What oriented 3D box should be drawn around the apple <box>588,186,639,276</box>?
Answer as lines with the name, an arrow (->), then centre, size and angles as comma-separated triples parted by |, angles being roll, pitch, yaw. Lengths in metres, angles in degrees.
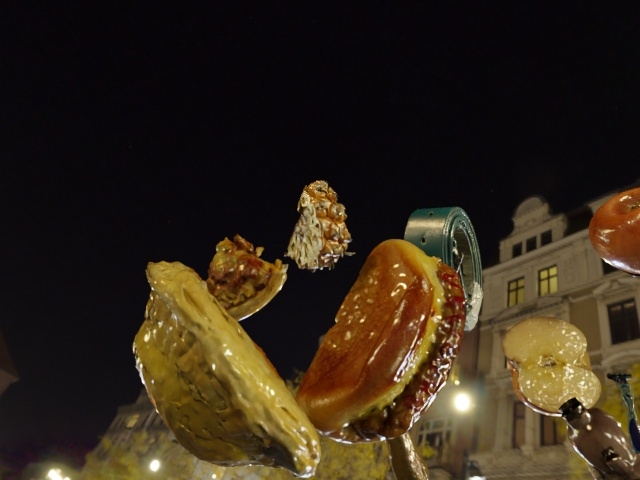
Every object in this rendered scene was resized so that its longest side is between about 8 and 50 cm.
apple -> 0.893, -0.033, 1.279 | 0.206, 0.272, 0.251 | 37, -83, -15

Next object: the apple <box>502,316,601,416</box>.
apple -> 0.700, 0.403, 1.439 | 0.251, 0.292, 0.163 | -7, -34, 11

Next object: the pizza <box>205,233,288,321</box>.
pizza -> -0.226, 0.090, 1.194 | 0.290, 0.228, 0.081 | -25, -25, 16

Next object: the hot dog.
hot dog -> 0.135, 0.189, 0.851 | 0.185, 0.405, 0.223 | 37, -17, -25

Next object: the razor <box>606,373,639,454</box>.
razor -> 0.595, 0.328, 0.897 | 0.044, 0.154, 0.028 | -2, -38, 17

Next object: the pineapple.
pineapple -> 0.001, -0.001, 0.941 | 0.135, 0.080, 0.233 | 50, -30, 22

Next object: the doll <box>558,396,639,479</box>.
doll -> 0.648, 0.480, 1.038 | 0.117, 0.182, 0.257 | -38, -106, 17

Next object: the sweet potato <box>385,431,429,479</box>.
sweet potato -> 0.160, 0.438, 1.004 | 0.233, 0.081, 0.062 | 57, 2, 14

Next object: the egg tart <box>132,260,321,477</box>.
egg tart -> -0.181, 0.229, 0.786 | 0.443, 0.178, 0.443 | 48, -15, 17

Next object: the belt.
belt -> 0.428, 0.095, 1.581 | 0.173, 0.300, 0.436 | 3, -62, 38
